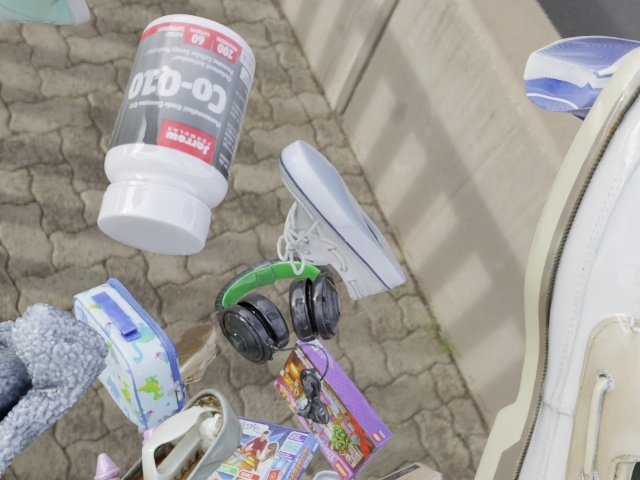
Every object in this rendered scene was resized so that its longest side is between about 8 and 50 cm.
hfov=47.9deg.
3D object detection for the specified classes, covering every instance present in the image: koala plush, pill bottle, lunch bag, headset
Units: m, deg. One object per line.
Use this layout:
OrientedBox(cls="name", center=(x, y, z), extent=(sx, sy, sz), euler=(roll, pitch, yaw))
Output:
OrientedBox(cls="koala plush", center=(-0.325, 0.090, 0.564), extent=(0.221, 0.196, 0.203), euler=(49, 59, -15))
OrientedBox(cls="pill bottle", center=(-0.189, -0.135, 0.949), extent=(0.161, 0.161, 0.283), euler=(14, 69, -12))
OrientedBox(cls="lunch bag", center=(-0.298, 0.172, 1.118), extent=(0.090, 0.176, 0.219), euler=(-27, 42, -30))
OrientedBox(cls="headset", center=(-0.062, 0.174, 1.393), extent=(0.243, 0.185, 0.394), euler=(-19, 29, -8))

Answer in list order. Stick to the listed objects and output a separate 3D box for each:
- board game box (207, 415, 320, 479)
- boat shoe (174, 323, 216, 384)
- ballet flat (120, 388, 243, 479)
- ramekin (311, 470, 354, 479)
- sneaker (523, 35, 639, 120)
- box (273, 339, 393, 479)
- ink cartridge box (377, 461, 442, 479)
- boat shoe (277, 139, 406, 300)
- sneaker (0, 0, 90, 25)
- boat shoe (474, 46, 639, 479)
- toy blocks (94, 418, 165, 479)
OrientedBox(cls="board game box", center=(-0.113, 0.359, 1.171), extent=(0.136, 0.201, 0.035), euler=(-53, 125, -33))
OrientedBox(cls="boat shoe", center=(-0.300, 0.281, 1.648), extent=(0.109, 0.302, 0.098), euler=(-8, 100, 8))
OrientedBox(cls="ballet flat", center=(-0.146, 0.205, 0.590), extent=(0.072, 0.068, 0.213), euler=(14, 42, 33))
OrientedBox(cls="ramekin", center=(0.046, 0.671, 1.750), extent=(0.207, 0.109, 0.207), euler=(30, 10, -6))
OrientedBox(cls="sneaker", center=(0.385, -0.144, 0.862), extent=(0.315, 0.182, 0.127), euler=(-11, 31, -29))
OrientedBox(cls="box", center=(0.020, 0.384, 1.642), extent=(0.057, 0.201, 0.293), euler=(-22, 62, -36))
OrientedBox(cls="ink cartridge box", center=(0.162, 0.590, 1.428), extent=(0.193, 0.088, 0.234), euler=(-16, 97, -25))
OrientedBox(cls="boat shoe", center=(-0.002, -0.006, 1.141), extent=(0.156, 0.367, 0.136), euler=(-29, 52, 11))
OrientedBox(cls="sneaker", center=(-0.324, -0.259, 0.731), extent=(0.151, 0.256, 0.094), euler=(-19, 101, -9))
OrientedBox(cls="boat shoe", center=(0.163, 0.059, 0.358), extent=(0.113, 0.302, 0.103), euler=(-14, 32, -34))
OrientedBox(cls="toy blocks", center=(-0.283, 0.428, 1.377), extent=(0.309, 0.288, 0.260), euler=(-16, 81, -19))
